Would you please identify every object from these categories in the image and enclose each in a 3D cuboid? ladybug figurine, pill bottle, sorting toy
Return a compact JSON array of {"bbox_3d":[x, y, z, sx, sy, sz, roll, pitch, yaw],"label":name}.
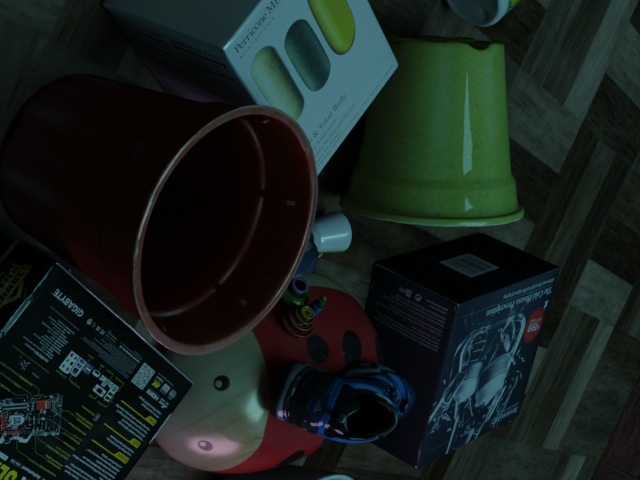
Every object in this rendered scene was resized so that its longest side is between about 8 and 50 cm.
[{"bbox_3d":[-0.051,0.203,1.775,0.449,0.162,0.305,-13,121,-50],"label":"ladybug figurine"},{"bbox_3d":[0.291,-0.430,1.875,0.208,0.117,0.118,-43,141,-29],"label":"pill bottle"},{"bbox_3d":[-0.023,0.085,1.674,0.061,0.102,0.042,13,141,-28],"label":"sorting toy"}]

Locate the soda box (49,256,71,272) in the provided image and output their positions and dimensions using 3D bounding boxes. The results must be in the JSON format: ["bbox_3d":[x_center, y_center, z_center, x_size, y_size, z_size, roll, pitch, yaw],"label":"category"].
[{"bbox_3d":[-0.315,0.104,1.440,0.058,0.063,0.183,-40,139,-32],"label":"soda box"}]

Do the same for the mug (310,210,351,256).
[{"bbox_3d":[0.002,-0.001,1.813,0.064,0.062,0.078,-13,115,-41],"label":"mug"}]

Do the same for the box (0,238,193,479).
[{"bbox_3d":[-0.311,0.186,1.375,0.257,0.079,0.322,-53,143,-12],"label":"box"}]

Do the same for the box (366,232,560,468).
[{"bbox_3d":[0.231,0.183,2.135,0.343,0.179,0.313,-15,124,-49],"label":"box"}]

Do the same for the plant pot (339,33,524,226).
[{"bbox_3d":[0.169,-0.171,1.783,0.276,0.276,0.254,-13,109,-50],"label":"plant pot"}]

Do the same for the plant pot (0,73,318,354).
[{"bbox_3d":[-0.189,-0.051,1.327,0.272,0.265,0.272,-30,132,-41],"label":"plant pot"}]

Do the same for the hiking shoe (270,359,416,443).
[{"bbox_3d":[0.059,0.239,1.682,0.304,0.132,0.113,8,103,-55],"label":"hiking shoe"}]

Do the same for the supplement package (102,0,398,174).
[{"bbox_3d":[-0.074,-0.240,1.426,0.199,0.198,0.263,-54,145,-15],"label":"supplement package"}]

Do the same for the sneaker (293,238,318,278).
[{"bbox_3d":[-0.090,-0.027,1.620,0.319,0.112,0.131,9,105,-57],"label":"sneaker"}]

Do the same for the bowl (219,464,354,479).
[{"bbox_3d":[-0.091,0.468,1.893,0.311,0.163,0.312,-31,133,-39],"label":"bowl"}]
